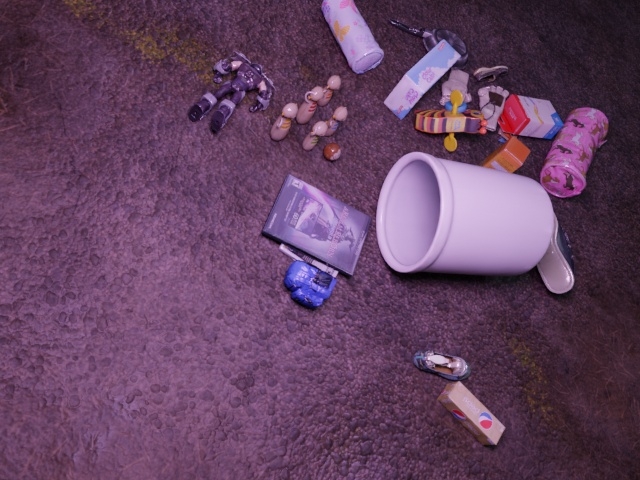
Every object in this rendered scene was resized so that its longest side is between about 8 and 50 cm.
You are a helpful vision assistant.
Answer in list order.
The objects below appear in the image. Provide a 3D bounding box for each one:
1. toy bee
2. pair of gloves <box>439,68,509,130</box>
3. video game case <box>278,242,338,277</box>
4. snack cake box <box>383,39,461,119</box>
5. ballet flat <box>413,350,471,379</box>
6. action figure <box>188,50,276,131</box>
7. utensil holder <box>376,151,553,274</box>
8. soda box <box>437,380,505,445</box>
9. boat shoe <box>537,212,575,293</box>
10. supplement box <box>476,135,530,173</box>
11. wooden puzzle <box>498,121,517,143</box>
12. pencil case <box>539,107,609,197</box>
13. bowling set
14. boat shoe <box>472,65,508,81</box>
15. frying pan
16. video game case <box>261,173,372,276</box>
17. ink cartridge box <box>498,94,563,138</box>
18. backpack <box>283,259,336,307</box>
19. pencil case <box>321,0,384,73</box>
[{"bbox_3d":[0.467,-0.402,1.738,0.299,0.195,0.162,-26,35,0],"label":"toy bee"},{"bbox_3d":[0.549,-0.515,1.905,0.240,0.042,0.204,28,61,1],"label":"pair of gloves"},{"bbox_3d":[0.000,0.000,1.478,0.173,0.022,0.190,35,60,-7],"label":"video game case"},{"bbox_3d":[0.341,-0.540,1.778,0.089,0.152,0.264,44,59,-2],"label":"snack cake box"},{"bbox_3d":[0.347,0.343,1.460,0.189,0.070,0.070,13,64,-19],"label":"ballet flat"},{"bbox_3d":[-0.245,-0.427,1.512,0.185,0.099,0.285,35,55,2],"label":"action figure"},{"bbox_3d":[0.405,-0.060,1.505,0.386,0.327,0.327,5,67,-23],"label":"utensil holder"},{"bbox_3d":[0.407,0.467,1.437,0.181,0.058,0.061,46,59,-1],"label":"soda box"},{"bbox_3d":[0.757,0.016,1.753,0.113,0.127,0.339,16,51,-50],"label":"boat shoe"},{"bbox_3d":[0.553,-0.229,1.691,0.080,0.233,0.078,39,59,0],"label":"supplement box"},{"bbox_3d":[0.691,-0.397,1.950,0.079,0.014,0.116,28,61,-11],"label":"wooden puzzle"},{"bbox_3d":[0.932,-0.324,1.945,0.167,0.160,0.386,21,55,27],"label":"pencil case"},{"bbox_3d":[0.014,-0.348,1.553,0.200,0.154,0.287,43,59,-1],"label":"bowling set"},{"bbox_3d":[0.646,-0.625,2.008,0.152,0.056,0.049,-12,79,-17],"label":"boat shoe"},{"bbox_3d":[0.422,-0.758,1.966,0.326,0.053,0.197,42,51,1],"label":"frying pan"},{"bbox_3d":[-0.004,-0.043,1.466,0.274,0.026,0.196,26,62,-11],"label":"video game case"},{"bbox_3d":[0.761,-0.457,1.956,0.231,0.078,0.134,1,56,-23],"label":"ink cartridge box"},{"bbox_3d":[-0.035,0.111,1.371,0.120,0.098,0.101,32,63,-9],"label":"backpack"},{"bbox_3d":[0.107,-0.695,1.764,0.124,0.113,0.273,-19,77,-39],"label":"pencil case"}]
